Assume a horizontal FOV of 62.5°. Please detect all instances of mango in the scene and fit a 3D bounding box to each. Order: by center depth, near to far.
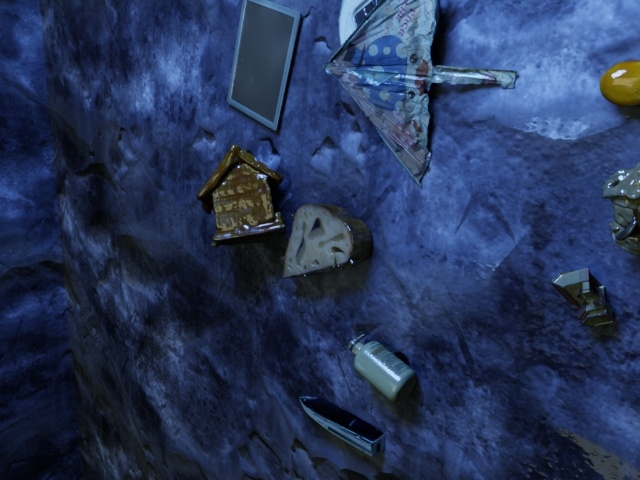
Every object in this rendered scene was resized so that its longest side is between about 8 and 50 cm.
[{"bbox_3d":[0.423,-0.209,0.706,0.089,0.046,0.060,20,116,28],"label":"mango"}]

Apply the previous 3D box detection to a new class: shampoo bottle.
[{"bbox_3d":[0.120,0.263,1.110,0.162,0.079,0.079,35,123,35],"label":"shampoo bottle"}]

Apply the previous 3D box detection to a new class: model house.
[{"bbox_3d":[0.395,0.088,0.796,0.083,0.057,0.058,39,138,-26],"label":"model house"},{"bbox_3d":[-0.193,-0.107,1.293,0.199,0.219,0.229,161,102,-88],"label":"model house"}]

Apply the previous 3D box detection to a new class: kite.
[{"bbox_3d":[0.160,-0.294,0.933,0.368,0.014,0.406,15,121,30],"label":"kite"}]

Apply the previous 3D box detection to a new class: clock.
[{"bbox_3d":[0.109,-0.408,0.977,0.236,0.053,0.237,14,110,42],"label":"clock"}]

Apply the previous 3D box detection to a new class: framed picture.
[{"bbox_3d":[-0.139,-0.425,1.255,0.217,0.017,0.274,37,124,34],"label":"framed picture"}]

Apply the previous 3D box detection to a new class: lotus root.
[{"bbox_3d":[0.000,0.000,1.176,0.260,0.074,0.170,-6,95,48],"label":"lotus root"}]

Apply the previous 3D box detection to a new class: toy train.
[{"bbox_3d":[0.041,0.434,1.258,0.251,0.055,0.048,15,119,44],"label":"toy train"}]

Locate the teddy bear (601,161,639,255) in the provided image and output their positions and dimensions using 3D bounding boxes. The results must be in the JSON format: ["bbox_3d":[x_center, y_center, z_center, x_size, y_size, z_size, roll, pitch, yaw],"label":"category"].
[{"bbox_3d":[0.441,-0.037,0.581,0.267,0.256,0.156,8,101,44],"label":"teddy bear"}]
